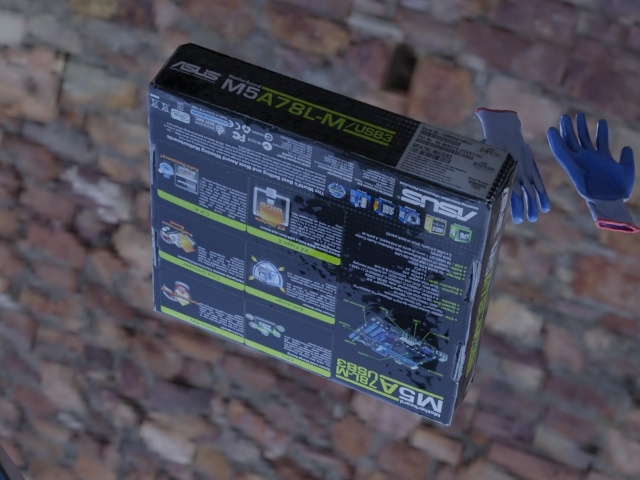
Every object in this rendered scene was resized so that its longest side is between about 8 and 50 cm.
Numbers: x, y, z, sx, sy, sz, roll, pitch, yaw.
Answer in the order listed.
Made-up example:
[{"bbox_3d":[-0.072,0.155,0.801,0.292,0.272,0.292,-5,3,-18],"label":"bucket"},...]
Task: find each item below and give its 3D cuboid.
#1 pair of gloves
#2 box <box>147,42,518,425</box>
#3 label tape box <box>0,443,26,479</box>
[{"bbox_3d":[0.234,-0.075,1.698,0.198,0.023,0.159,7,-133,-17],"label":"pair of gloves"},{"bbox_3d":[0.000,0.000,0.903,0.191,0.184,0.045,20,-128,14],"label":"box"},{"bbox_3d":[-0.212,0.179,0.675,0.241,0.333,0.106,-33,-149,-9],"label":"label tape box"}]
